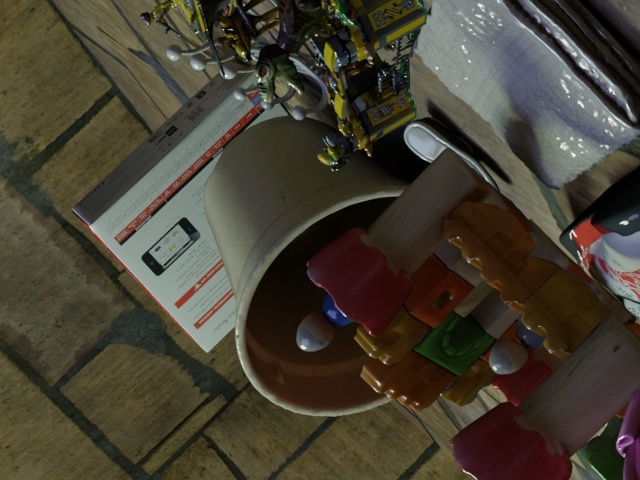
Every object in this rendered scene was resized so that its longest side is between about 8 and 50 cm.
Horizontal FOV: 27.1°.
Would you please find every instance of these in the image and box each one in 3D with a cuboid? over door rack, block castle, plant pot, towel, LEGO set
[{"bbox_3d":[-0.148,-0.287,1.667,0.324,0.108,0.239,51,170,-26],"label":"over door rack"},{"bbox_3d":[0.193,0.138,1.174,0.303,0.213,0.453,50,-169,36],"label":"block castle"},{"bbox_3d":[0.000,0.000,1.711,0.334,0.334,0.305,54,-179,-41],"label":"plant pot"},{"bbox_3d":[0.164,-0.131,1.058,0.187,0.049,0.282,47,172,4],"label":"towel"},{"bbox_3d":[-0.044,-0.186,1.183,0.255,0.192,0.331,59,174,6],"label":"LEGO set"}]

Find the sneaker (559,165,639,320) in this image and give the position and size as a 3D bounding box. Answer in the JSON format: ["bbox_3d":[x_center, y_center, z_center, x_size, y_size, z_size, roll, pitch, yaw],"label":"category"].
[{"bbox_3d":[0.279,0.014,1.034,0.145,0.090,0.270,45,175,4],"label":"sneaker"}]

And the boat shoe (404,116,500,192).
[{"bbox_3d":[0.144,-0.084,1.402,0.125,0.038,0.046,39,128,12],"label":"boat shoe"}]

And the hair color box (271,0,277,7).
[{"bbox_3d":[-0.058,-0.299,1.380,0.141,0.043,0.072,47,171,-6],"label":"hair color box"}]

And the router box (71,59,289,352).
[{"bbox_3d":[-0.153,-0.048,2.009,0.301,0.335,0.082,52,169,-33],"label":"router box"}]

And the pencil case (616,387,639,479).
[{"bbox_3d":[0.371,0.195,0.906,0.386,0.167,0.160,35,-155,-31],"label":"pencil case"}]

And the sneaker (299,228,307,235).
[{"bbox_3d":[0.072,0.083,2.029,0.410,0.182,0.158,52,170,-33],"label":"sneaker"}]

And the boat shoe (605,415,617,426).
[{"bbox_3d":[0.406,0.238,1.519,0.081,0.079,0.227,41,-179,-36],"label":"boat shoe"}]
